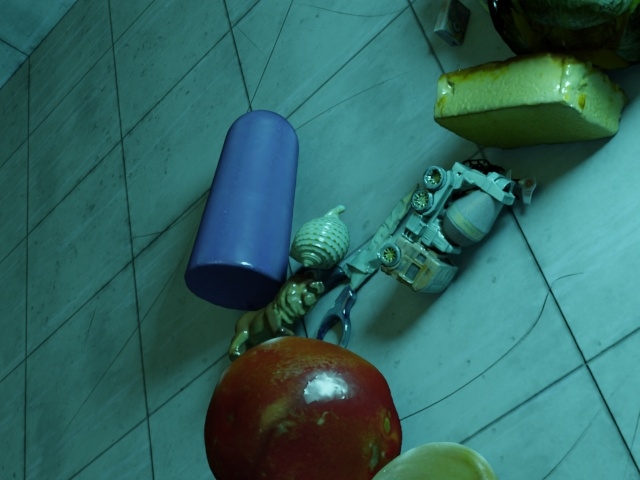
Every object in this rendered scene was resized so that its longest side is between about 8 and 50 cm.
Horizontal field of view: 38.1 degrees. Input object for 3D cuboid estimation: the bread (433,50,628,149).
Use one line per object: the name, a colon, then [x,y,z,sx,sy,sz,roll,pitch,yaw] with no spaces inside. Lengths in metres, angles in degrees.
bread: [0.353,-0.236,1.587,0.274,0.184,0.114,1,77,47]

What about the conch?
conch: [0.002,0.006,1.837,0.135,0.153,0.102,-30,90,45]

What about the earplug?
earplug: [-0.151,-0.089,2.037,0.215,0.215,0.456,-19,51,40]

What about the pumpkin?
pumpkin: [0.430,-0.392,1.509,0.320,0.320,0.192,0,72,48]

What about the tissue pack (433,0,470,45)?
tissue pack: [0.270,-0.450,1.907,0.035,0.063,0.083,-5,62,50]

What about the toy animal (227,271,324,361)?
toy animal: [-0.099,0.169,1.885,0.312,0.097,0.158,-32,38,42]

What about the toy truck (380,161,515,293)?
toy truck: [0.224,-0.021,1.628,0.140,0.108,0.257,38,106,32]

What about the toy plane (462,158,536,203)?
toy plane: [0.308,-0.103,1.663,0.197,0.053,0.078,4,78,50]

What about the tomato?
tomato: [-0.032,0.326,1.573,0.293,0.289,0.325,37,102,52]

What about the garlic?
garlic: [0.177,0.420,1.437,0.228,0.110,0.217,5,59,36]

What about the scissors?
scissors: [0.088,0.047,1.821,0.383,0.029,0.256,-45,41,19]

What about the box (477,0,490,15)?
box: [0.356,-0.540,1.747,0.166,0.220,0.290,-28,45,4]
